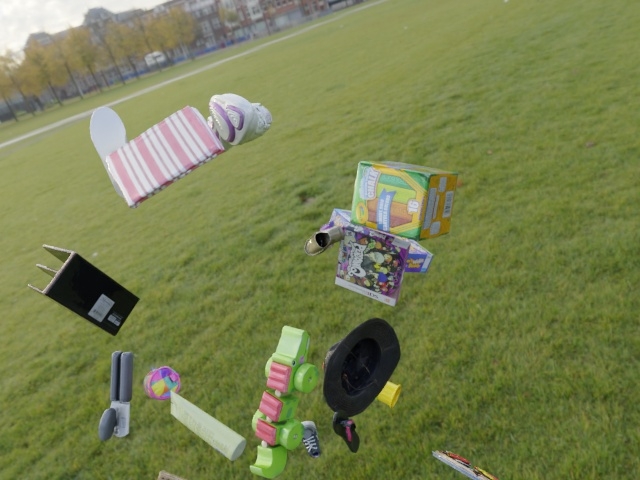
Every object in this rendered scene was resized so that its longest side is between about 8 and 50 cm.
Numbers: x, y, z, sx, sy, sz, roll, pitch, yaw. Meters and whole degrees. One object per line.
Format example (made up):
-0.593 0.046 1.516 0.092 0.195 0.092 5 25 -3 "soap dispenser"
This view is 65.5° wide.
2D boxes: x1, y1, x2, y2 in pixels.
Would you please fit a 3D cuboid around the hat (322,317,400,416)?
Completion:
0.105 0.395 1.631 0.331 0.332 0.133 -32 28 -27 "hat"

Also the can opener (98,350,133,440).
-0.658 0.504 1.620 0.074 0.281 0.093 2 -6 15 "can opener"

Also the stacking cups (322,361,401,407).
0.154 0.555 1.967 0.316 0.096 0.096 17 39 25 "stacking cups"

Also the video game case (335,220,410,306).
0.155 0.074 1.532 0.210 0.232 0.042 20 38 18 "video game case"

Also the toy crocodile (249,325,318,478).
-0.093 0.368 1.148 0.115 0.341 0.105 14 1 34 "toy crocodile"

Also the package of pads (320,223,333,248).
0.021 -0.012 1.506 0.032 0.050 0.083 -31 -16 -13 "package of pads"

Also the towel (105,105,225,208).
-0.283 -0.152 0.901 0.197 0.029 0.144 -34 57 -5 "towel"

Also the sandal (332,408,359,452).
0.084 0.542 1.416 0.040 0.179 0.067 -5 39 33 "sandal"

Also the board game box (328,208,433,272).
0.217 -0.002 1.854 0.233 0.078 0.347 4 25 -35 "board game box"

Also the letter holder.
-0.802 0.163 1.649 0.214 0.302 0.152 11 62 33 "letter holder"

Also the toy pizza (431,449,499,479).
0.372 0.567 1.230 0.201 0.201 0.032 12 68 50 "toy pizza"

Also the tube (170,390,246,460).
-0.302 0.480 1.294 0.240 0.062 0.070 24 83 23 "tube"

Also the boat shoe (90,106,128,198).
-0.407 -0.171 0.997 0.066 0.184 0.063 -26 10 -19 "boat shoe"

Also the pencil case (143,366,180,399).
-0.500 0.447 1.564 0.104 0.105 0.236 -31 0 -26 "pencil case"

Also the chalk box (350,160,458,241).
0.205 -0.124 1.391 0.288 0.181 0.179 16 17 37 "chalk box"

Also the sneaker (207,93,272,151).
-0.176 -0.285 1.140 0.152 0.114 0.305 -26 12 -15 "sneaker"

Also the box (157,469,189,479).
-0.402 0.787 1.452 0.201 0.165 0.021 16 -5 8 "box"

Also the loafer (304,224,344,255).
0.000 0.000 1.329 0.050 0.056 0.148 -10 -18 -44 "loafer"

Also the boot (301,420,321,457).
-0.035 0.716 1.787 0.069 0.190 0.086 -22 52 1 "boot"
